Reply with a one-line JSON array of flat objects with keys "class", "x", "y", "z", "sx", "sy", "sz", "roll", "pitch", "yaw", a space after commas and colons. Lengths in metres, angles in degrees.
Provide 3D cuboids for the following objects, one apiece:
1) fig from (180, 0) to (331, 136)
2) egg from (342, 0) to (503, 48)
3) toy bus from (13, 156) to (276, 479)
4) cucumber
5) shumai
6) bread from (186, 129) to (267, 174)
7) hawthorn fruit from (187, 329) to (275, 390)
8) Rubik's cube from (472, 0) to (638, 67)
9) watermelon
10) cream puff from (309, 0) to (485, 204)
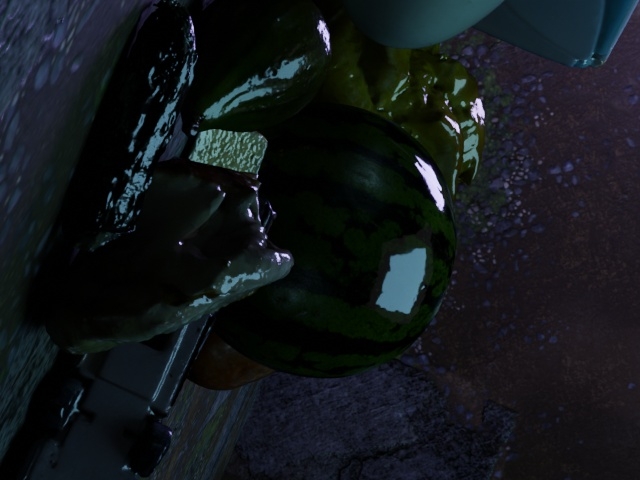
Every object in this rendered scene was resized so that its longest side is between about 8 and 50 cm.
[{"class": "fig", "x": -0.067, "y": -0.131, "z": 1.221, "sx": 0.177, "sy": 0.117, "sz": 0.117, "roll": -37, "pitch": 155, "yaw": -47}, {"class": "egg", "x": 0.144, "y": -0.363, "z": 1.619, "sx": 0.371, "sy": 0.230, "sz": 0.230, "roll": -61, "pitch": 177, "yaw": 16}, {"class": "toy bus", "x": -0.154, "y": 0.093, "z": 1.350, "sx": 0.317, "sy": 0.112, "sz": 0.138, "roll": -63, "pitch": -174, "yaw": -18}, {"class": "cucumber", "x": -0.127, "y": -0.078, "z": 1.084, "sx": 0.053, "sy": 0.053, "sz": 0.181, "roll": -47, "pitch": 158, "yaw": -78}, {"class": "shumai", "x": -0.117, "y": 0.004, "z": 1.167, "sx": 0.201, "sy": 0.201, "sz": 0.120, "roll": -38, "pitch": 110, "yaw": -82}, {"class": "bread", "x": -0.107, "y": -0.086, "z": 1.491, "sx": 0.109, "sy": 0.080, "sz": 0.084, "roll": 33, "pitch": -79, "yaw": 58}, {"class": "hawthorn fruit", "x": -0.102, "y": 0.116, "z": 1.822, "sx": 0.149, "sy": 0.149, "sz": 0.189, "roll": 63, "pitch": 48, "yaw": -85}, {"class": "Rubik's cube", "x": 0.285, "y": -0.464, "z": 2.015, "sx": 0.352, "sy": 0.352, "sz": 0.347, "roll": -65, "pitch": 176, "yaw": 32}, {"class": "watermelon", "x": 0.000, "y": 0.000, "z": 1.630, "sx": 0.285, "sy": 0.285, "sz": 0.285, "roll": 24, "pitch": 90, "yaw": -86}, {"class": "cream puff", "x": 0.081, "y": -0.156, "z": 1.900, "sx": 0.291, "sy": 0.257, "sz": 0.324, "roll": -64, "pitch": 178, "yaw": 29}]
